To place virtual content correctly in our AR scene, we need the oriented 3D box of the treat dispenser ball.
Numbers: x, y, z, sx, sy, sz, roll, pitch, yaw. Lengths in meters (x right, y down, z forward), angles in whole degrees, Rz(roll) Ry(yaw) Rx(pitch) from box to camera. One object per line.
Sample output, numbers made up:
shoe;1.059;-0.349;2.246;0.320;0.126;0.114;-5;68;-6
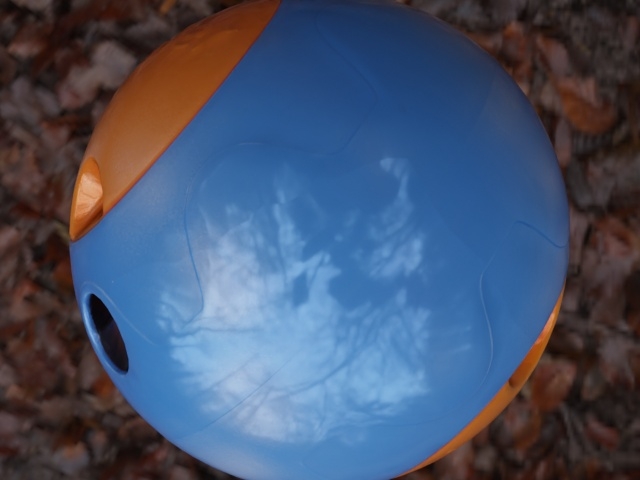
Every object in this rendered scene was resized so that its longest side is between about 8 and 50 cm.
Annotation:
treat dispenser ball;0.000;0.000;0.860;0.288;0.288;0.288;5;124;8
